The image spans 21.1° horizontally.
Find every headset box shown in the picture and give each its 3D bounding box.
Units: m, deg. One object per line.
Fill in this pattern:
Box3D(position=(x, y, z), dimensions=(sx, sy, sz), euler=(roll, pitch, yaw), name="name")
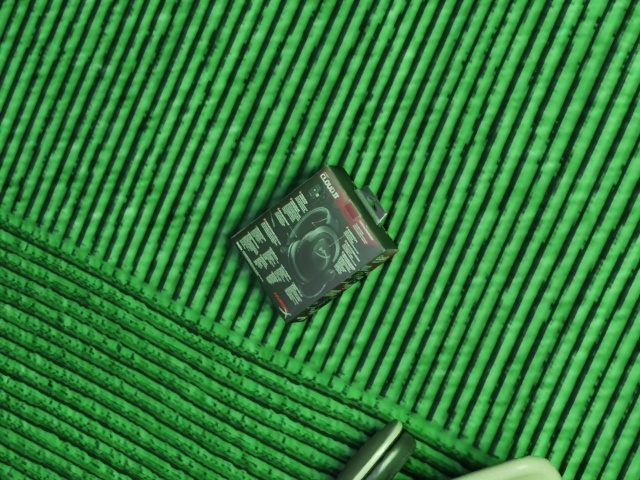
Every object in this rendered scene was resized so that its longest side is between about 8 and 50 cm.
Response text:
Box3D(position=(0.000, 0.000, 1.003), dimensions=(0.083, 0.032, 0.062), euler=(-37, 78, 15), name="headset box")

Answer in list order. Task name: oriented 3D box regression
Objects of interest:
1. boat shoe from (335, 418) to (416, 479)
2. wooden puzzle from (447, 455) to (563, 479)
Box3D(position=(0.016, 0.161, 0.990), dimensions=(0.042, 0.049, 0.133), euler=(35, 101, -1), name="boat shoe")
Box3D(position=(0.065, 0.257, 0.945), dimensions=(0.221, 0.044, 0.238), euler=(-22, 95, 18), name="wooden puzzle")
